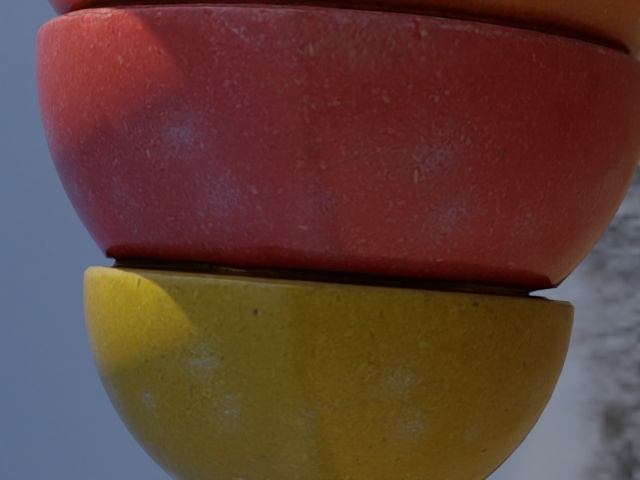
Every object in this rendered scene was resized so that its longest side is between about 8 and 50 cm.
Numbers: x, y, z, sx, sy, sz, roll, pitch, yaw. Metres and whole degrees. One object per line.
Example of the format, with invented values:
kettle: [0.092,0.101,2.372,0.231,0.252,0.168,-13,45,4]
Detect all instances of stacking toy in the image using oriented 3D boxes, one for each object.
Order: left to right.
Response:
stacking toy: [0.000,0.000,0.768,0.350,0.350,0.480,21,-106,-77]
